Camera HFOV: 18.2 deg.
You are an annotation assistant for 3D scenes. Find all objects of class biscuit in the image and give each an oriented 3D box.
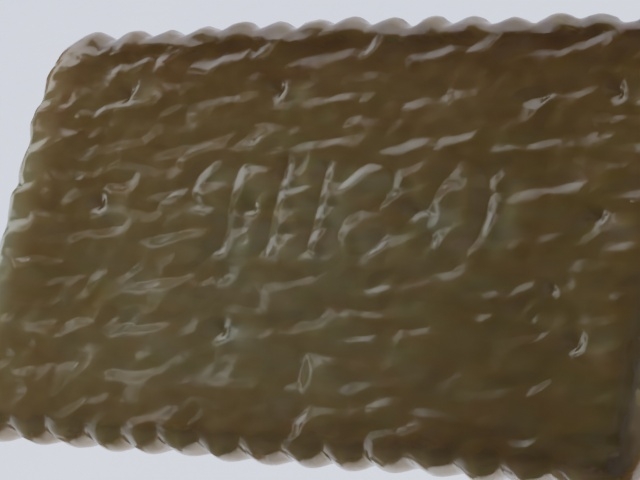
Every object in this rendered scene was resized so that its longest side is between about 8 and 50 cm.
[{"bbox_3d":[0.000,0.000,0.654,0.250,0.030,0.160,0,-113,28],"label":"biscuit"}]
